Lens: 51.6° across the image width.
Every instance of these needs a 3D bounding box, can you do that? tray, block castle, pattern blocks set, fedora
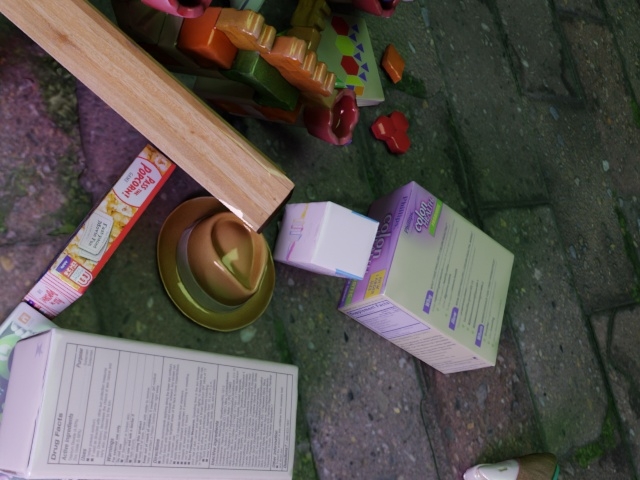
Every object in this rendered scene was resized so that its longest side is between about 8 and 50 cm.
[{"bbox_3d":[-0.207,-0.169,0.787,0.411,0.203,0.076,40,87,-3],"label":"tray"},{"bbox_3d":[-0.054,-0.330,0.850,0.453,0.212,0.303,27,80,-59],"label":"block castle"},{"bbox_3d":[0.039,-0.318,1.177,0.285,0.026,0.325,5,71,-34],"label":"pattern blocks set"},{"bbox_3d":[-0.127,0.024,0.907,0.194,0.079,0.195,12,68,-32],"label":"fedora"}]

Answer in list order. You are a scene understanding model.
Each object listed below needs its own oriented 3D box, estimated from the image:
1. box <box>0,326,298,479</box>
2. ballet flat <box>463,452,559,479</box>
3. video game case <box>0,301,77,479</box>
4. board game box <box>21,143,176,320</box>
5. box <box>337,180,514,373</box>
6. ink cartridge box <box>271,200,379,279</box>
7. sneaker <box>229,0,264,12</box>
[{"bbox_3d":[-0.184,0.197,0.755,0.311,0.121,0.148,19,67,-36],"label":"box"},{"bbox_3d":[0.259,0.434,1.033,0.124,0.116,0.342,40,57,6],"label":"ballet flat"},{"bbox_3d":[-0.325,0.194,0.743,0.173,0.022,0.190,41,55,-17],"label":"video game case"},{"bbox_3d":[-0.262,-0.009,0.781,0.045,0.146,0.194,39,56,-18],"label":"board game box"},{"bbox_3d":[0.179,0.067,1.085,0.242,0.117,0.214,33,58,-23],"label":"box"},{"bbox_3d":[0.000,0.000,0.975,0.092,0.143,0.090,20,81,-29],"label":"ink cartridge box"},{"bbox_3d":[-0.153,-0.472,1.059,0.160,0.102,0.282,18,54,-25],"label":"sneaker"}]
